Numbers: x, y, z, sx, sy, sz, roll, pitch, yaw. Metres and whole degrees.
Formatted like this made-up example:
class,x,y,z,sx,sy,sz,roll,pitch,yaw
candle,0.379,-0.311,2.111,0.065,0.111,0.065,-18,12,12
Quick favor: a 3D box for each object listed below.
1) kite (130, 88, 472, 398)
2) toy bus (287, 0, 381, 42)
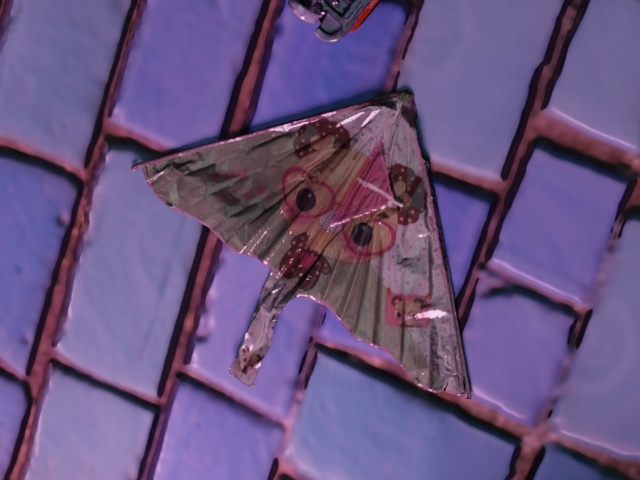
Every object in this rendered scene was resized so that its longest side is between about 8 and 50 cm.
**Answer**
class,x,y,z,sx,sy,sz,roll,pitch,yaw
kite,0.000,0.000,1.142,0.323,0.013,0.267,36,109,11
toy bus,-0.021,-0.224,1.072,0.174,0.077,0.079,44,111,8
